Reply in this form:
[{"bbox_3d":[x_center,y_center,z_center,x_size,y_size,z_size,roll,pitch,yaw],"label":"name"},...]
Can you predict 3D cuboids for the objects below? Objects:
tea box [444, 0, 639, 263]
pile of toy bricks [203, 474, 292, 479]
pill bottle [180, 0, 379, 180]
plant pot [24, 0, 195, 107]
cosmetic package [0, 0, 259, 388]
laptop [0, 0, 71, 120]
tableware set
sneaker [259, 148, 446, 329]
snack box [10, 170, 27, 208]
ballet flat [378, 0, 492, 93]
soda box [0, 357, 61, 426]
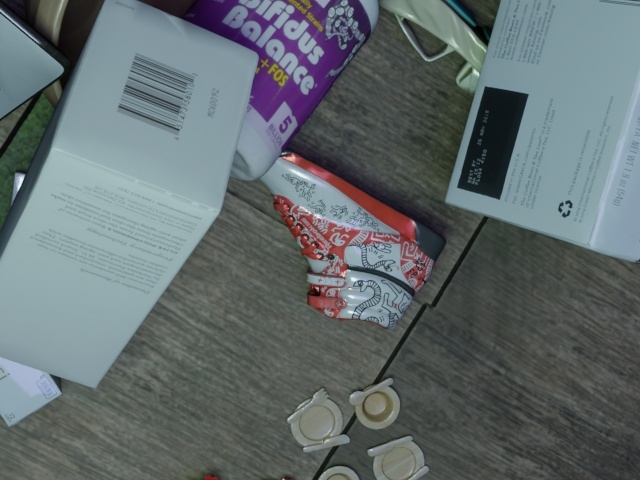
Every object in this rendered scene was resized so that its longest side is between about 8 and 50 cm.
[{"bbox_3d":[0.354,-0.146,1.347,0.323,0.220,0.329,10,97,-39],"label":"tea box"},{"bbox_3d":[-0.057,0.327,1.455,0.212,0.118,0.105,11,68,2],"label":"pile of toy bricks"},{"bbox_3d":[-0.044,-0.225,1.313,0.169,0.169,0.301,39,76,-15],"label":"pill bottle"},{"bbox_3d":[-0.226,-0.241,1.288,0.110,0.237,0.237,27,93,26],"label":"plant pot"},{"bbox_3d":[-0.208,-0.033,1.181,0.155,0.365,0.197,21,54,-14],"label":"cosmetic package"},{"bbox_3d":[-0.523,-0.150,1.182,0.382,0.408,0.236,40,56,-23],"label":"laptop"},{"bbox_3d":[0.046,0.246,1.494,0.141,0.020,0.168,-22,103,-8],"label":"tableware set"},{"bbox_3d":[0.001,0.001,1.410,0.270,0.090,0.145,28,89,-17],"label":"sneaker"},{"bbox_3d":[-0.252,-0.033,1.385,0.178,0.022,0.064,7,97,-13],"label":"snack box"},{"bbox_3d":[0.164,-0.221,1.426,0.248,0.086,0.086,40,89,-13],"label":"ballet flat"},{"bbox_3d":[-0.366,0.090,1.353,0.069,0.074,0.216,-31,103,-6],"label":"soda box"}]
